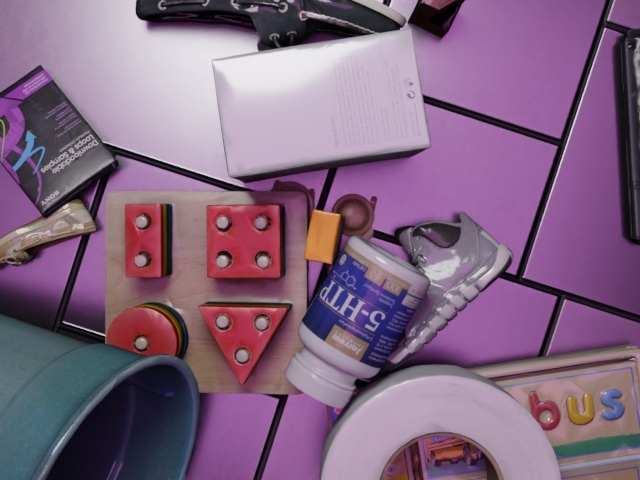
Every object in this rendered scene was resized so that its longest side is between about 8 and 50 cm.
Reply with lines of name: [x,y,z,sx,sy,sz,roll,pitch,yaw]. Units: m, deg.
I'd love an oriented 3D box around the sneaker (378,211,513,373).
sneaker: [0.120,0.053,1.304,0.229,0.086,0.132,-42,84,-6]

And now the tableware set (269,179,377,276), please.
tableware set: [0.000,0.000,1.325,0.169,0.020,0.141,7,89,1]

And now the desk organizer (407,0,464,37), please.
desk organizer: [0.147,-0.288,1.265,0.050,0.130,0.047,26,90,-3]

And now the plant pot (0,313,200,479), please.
plant pot: [-0.367,0.226,1.164,0.334,0.341,0.341,21,91,20]

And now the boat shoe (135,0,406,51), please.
boat shoe: [-0.070,-0.274,1.266,0.340,0.127,0.113,16,92,1]

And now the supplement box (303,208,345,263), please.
supplement box: [0.006,-0.004,1.265,0.036,0.098,0.062,10,91,4]

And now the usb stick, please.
usb stick: [0.425,-0.130,1.314,0.077,0.045,0.277,-3,92,7]

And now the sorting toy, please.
sorting toy: [-0.147,0.066,1.279,0.257,0.089,0.255,0,92,5]

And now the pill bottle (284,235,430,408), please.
pill bottle: [0.039,0.099,1.229,0.112,0.112,0.186,30,95,-1]

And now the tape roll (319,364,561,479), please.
tape roll: [0.140,0.295,1.241,0.286,0.100,0.286,0,91,-1]

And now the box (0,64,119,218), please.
box: [-0.347,-0.124,1.292,0.116,0.029,0.162,-39,83,-12]

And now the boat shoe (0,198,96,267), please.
boat shoe: [-0.359,0.004,1.305,0.153,0.056,0.048,-30,87,-7]

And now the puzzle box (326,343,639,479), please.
puzzle box: [0.224,0.294,1.318,0.409,0.052,0.272,-9,91,0]

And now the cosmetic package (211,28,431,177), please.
cosmetic package: [-0.002,-0.152,1.219,0.225,0.224,0.138,-10,92,-1]
